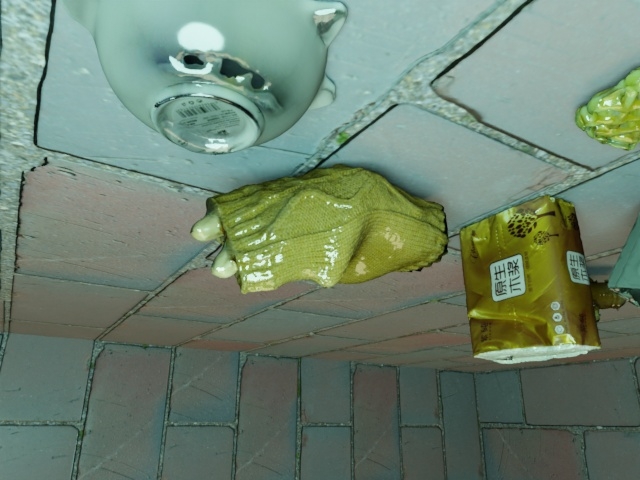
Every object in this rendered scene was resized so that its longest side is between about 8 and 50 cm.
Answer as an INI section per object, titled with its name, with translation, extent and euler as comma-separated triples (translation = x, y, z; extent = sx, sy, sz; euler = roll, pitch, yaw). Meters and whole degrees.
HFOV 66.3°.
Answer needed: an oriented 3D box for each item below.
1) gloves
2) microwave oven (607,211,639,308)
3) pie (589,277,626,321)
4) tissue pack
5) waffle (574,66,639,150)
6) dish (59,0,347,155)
[gloves]
translation = 0.005, -0.015, 0.648
extent = 0.356, 0.156, 0.203
euler = -5, 173, -32
[microwave oven]
translation = 0.578, 0.074, 0.623
extent = 0.295, 0.181, 0.237
euler = 32, 173, -8
[pie]
translation = 0.490, 0.124, 1.092
extent = 0.274, 0.106, 0.257
euler = 11, 167, -24
[tissue pack]
translation = 0.315, 0.067, 0.757
extent = 0.091, 0.226, 0.183
euler = 14, 156, -27
[waffle]
translation = 0.359, -0.139, 0.475
extent = 0.169, 0.036, 0.183
euler = 9, 160, -28
[dish]
translation = -0.094, -0.137, 0.418
extent = 0.236, 0.086, 0.228
euler = 3, 160, -7
